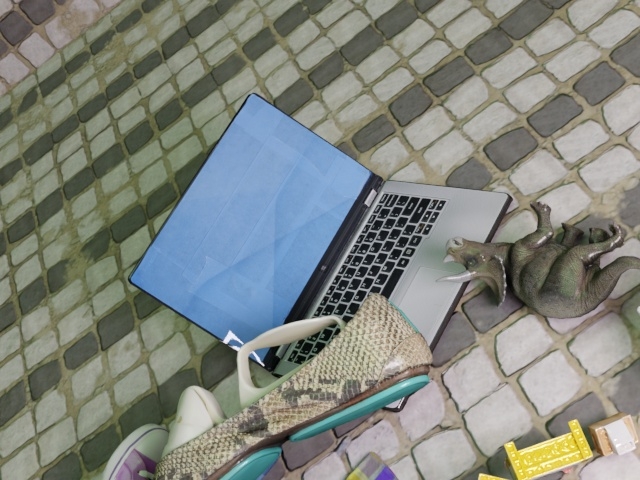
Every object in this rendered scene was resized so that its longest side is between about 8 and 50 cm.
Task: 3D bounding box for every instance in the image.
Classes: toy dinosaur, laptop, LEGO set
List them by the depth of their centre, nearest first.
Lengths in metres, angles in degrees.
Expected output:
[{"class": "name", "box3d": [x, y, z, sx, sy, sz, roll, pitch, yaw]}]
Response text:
[{"class": "LEGO set", "box3d": [0.249, 0.306, 1.265, 0.132, 0.107, 0.287, 33, 70, 15]}, {"class": "toy dinosaur", "box3d": [0.321, 0.044, 1.431, 0.313, 0.121, 0.160, 21, 81, 43]}, {"class": "laptop", "box3d": [0.000, 0.000, 1.613, 0.408, 0.236, 0.382, 10, 62, 44]}]

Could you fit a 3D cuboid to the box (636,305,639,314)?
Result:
[{"class": "box", "box3d": [0.489, 0.096, 1.192, 0.182, 0.119, 0.181, -44, 35, 11]}]

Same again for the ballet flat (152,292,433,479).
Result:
[{"class": "ballet flat", "box3d": [-0.079, 0.233, 1.457, 0.483, 0.164, 0.182, -35, 72, 8]}]

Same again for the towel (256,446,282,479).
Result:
[{"class": "towel", "box3d": [-0.109, 0.335, 1.556, 0.119, 0.029, 0.067, -48, 40, -9]}]

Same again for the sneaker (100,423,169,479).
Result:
[{"class": "sneaker", "box3d": [-0.258, 0.416, 1.559, 0.161, 0.102, 0.282, 13, 74, 41]}]

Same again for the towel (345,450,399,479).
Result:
[{"class": "towel", "box3d": [0.071, 0.325, 1.433, 0.060, 0.009, 0.083, -43, 39, -3]}]
